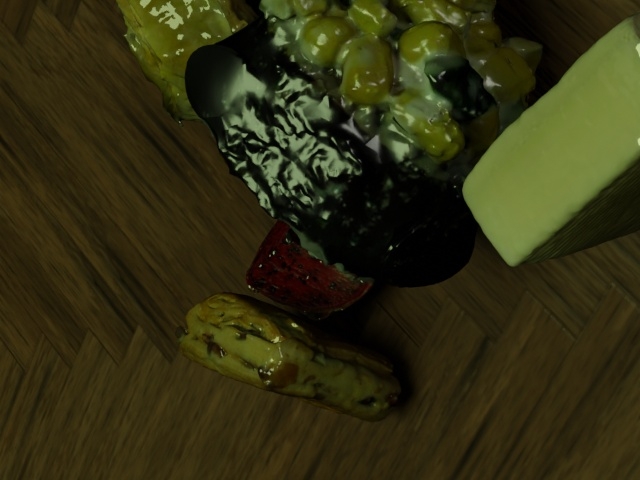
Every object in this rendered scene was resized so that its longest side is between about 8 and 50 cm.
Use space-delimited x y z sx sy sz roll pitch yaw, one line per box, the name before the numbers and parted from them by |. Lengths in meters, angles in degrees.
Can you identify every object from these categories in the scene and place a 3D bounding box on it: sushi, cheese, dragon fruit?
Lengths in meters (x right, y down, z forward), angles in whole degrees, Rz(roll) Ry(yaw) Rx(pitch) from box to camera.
sushi | 0.080 -0.149 1.897 0.285 0.328 0.328 -43 64 30
cheese | 0.295 -0.105 1.720 0.265 0.243 0.124 -46 64 42
dragon fruit | 0.002 0.001 2.170 0.127 0.121 0.161 -40 23 49

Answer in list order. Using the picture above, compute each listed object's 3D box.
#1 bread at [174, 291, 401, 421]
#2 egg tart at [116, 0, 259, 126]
bread | -0.039 0.132 2.159 0.235 0.210 0.099 14 84 53
egg tart | -0.158 -0.258 2.146 0.345 0.132 0.345 60 172 15
